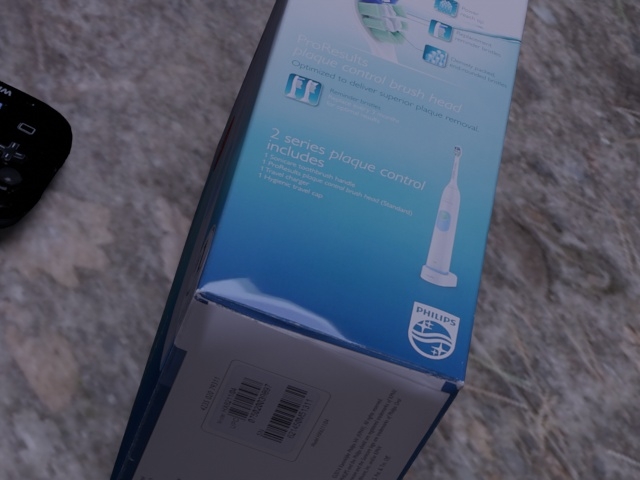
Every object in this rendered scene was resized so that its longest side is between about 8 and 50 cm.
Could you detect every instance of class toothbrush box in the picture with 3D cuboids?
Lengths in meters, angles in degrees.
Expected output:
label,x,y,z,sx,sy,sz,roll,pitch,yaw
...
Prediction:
label,x,y,z,sx,sy,sz,roll,pitch,yaw
toothbrush box,0.000,0.000,0.942,0.126,0.216,0.295,20,48,-5

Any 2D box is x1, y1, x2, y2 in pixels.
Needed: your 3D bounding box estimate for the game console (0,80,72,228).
label,x,y,z,sx,sy,sz,roll,pitch,yaw
game console,-0.306,-0.121,1.036,0.361,0.044,0.213,26,48,-1
